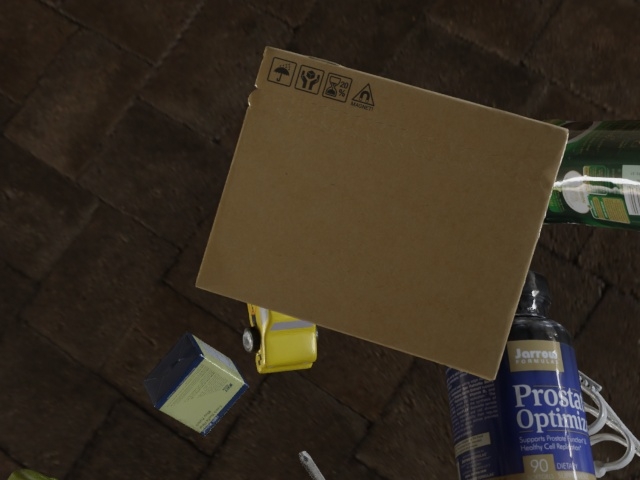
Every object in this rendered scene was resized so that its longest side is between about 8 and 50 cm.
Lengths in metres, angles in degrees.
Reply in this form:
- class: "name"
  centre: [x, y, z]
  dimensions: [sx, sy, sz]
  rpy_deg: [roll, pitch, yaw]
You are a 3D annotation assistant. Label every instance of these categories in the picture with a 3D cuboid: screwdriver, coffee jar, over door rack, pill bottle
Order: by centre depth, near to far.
- class: "screwdriver"
  centre: [0.010, 0.122, 0.510]
  dimensions: [0.024, 0.170, 0.025]
  rpy_deg: [12, 60, 19]
- class: "coffee jar"
  centre: [0.220, -0.052, 0.872]
  dimensions: [0.184, 0.079, 0.096]
  rpy_deg: [6, 31, 46]
- class: "pill bottle"
  centre: [0.178, 0.144, 1.016]
  dimensions: [0.123, 0.123, 0.219]
  rpy_deg: [-9, 67, 11]
- class: "over door rack"
  centre: [0.230, 0.150, 1.268]
  dimensions: [0.108, 0.239, 0.324]
  rpy_deg: [-41, 49, 4]

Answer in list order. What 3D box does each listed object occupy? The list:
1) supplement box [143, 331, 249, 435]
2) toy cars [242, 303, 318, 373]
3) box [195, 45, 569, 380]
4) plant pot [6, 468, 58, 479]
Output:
- class: "supplement box"
  centre: [-0.147, 0.169, 1.304]
  dimensions: [0.083, 0.083, 0.056]
  rpy_deg: [-48, 35, 6]
- class: "toy cars"
  centre: [0.000, 0.000, 1.533]
  dimensions: [0.176, 0.087, 0.393]
  rpy_deg: [38, 63, -13]
- class: "box"
  centre: [0.037, -0.019, 0.702]
  dimensions: [0.201, 0.021, 0.164]
  rpy_deg: [17, 91, 7]
- class: "plant pot"
  centre: [-0.255, 0.406, 0.968]
  dimensions: [0.366, 0.366, 0.353]
  rpy_deg: [23, 75, 20]
